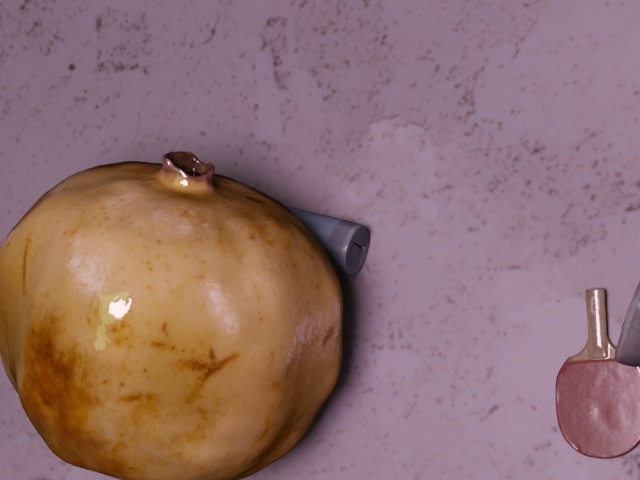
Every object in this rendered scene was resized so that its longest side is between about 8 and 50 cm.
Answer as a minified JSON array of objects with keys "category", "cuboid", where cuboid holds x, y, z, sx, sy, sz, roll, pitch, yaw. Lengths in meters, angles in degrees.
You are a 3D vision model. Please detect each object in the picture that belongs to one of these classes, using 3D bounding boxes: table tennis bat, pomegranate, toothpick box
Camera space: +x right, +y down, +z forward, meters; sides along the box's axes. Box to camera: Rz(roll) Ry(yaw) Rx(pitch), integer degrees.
[{"category":"table tennis bat","cuboid":[0.257,0.122,1.405,0.087,0.013,0.156,-6,84,25]},{"category":"pomegranate","cuboid":[-0.141,0.070,1.423,0.333,0.332,0.332,-3,83,23]},{"category":"toothpick box","cuboid":[0.000,0.000,1.507,0.083,0.052,0.052,15,91,26]}]

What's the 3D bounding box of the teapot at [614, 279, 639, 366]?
[{"category":"teapot","cuboid":[0.424,0.062,1.166,0.344,0.300,0.253,22,58,16]}]
